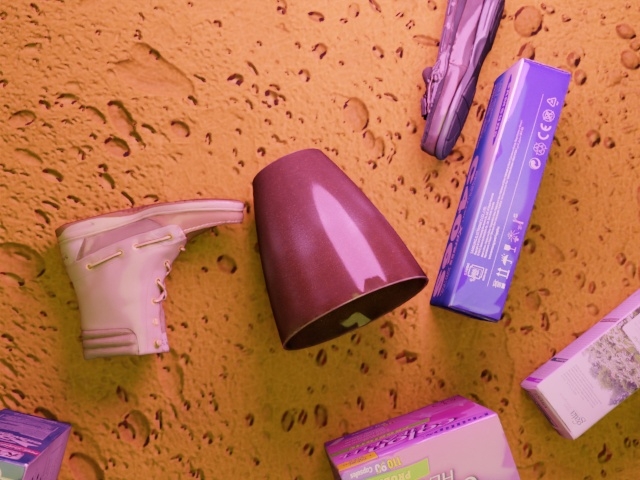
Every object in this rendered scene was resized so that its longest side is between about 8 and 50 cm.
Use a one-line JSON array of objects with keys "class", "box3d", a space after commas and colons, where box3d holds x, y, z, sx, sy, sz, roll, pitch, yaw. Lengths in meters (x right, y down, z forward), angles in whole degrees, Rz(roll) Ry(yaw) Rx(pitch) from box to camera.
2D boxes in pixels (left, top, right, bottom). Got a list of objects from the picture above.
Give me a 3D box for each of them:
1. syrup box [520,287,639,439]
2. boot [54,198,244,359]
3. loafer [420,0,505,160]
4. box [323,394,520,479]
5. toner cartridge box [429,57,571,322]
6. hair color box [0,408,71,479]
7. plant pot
[{"class": "syrup box", "box3d": [0.410, 0.172, 1.610, 0.237, 0.096, 0.093, -37, 90, -4]}, {"class": "boot", "box3d": [-0.218, 0.052, 1.561, 0.262, 0.095, 0.203, -11, 89, -3]}, {"class": "loafer", "box3d": [0.186, -0.245, 1.618, 0.084, 0.096, 0.267, 19, 80, 16]}, {"class": "box", "box3d": [0.129, 0.305, 1.510, 0.213, 0.243, 0.117, -19, 90, -4]}, {"class": "toner cartridge box", "box3d": [0.245, -0.064, 1.569, 0.075, 0.165, 0.348, 17, 86, -4]}, {"class": "hair color box", "box3d": [-0.405, 0.320, 1.411, 0.105, 0.347, 0.174, 15, 87, -4]}, {"class": "plant pot", "box3d": [0.000, 0.000, 1.543, 0.215, 0.215, 0.230, -25, 76, -5]}]
